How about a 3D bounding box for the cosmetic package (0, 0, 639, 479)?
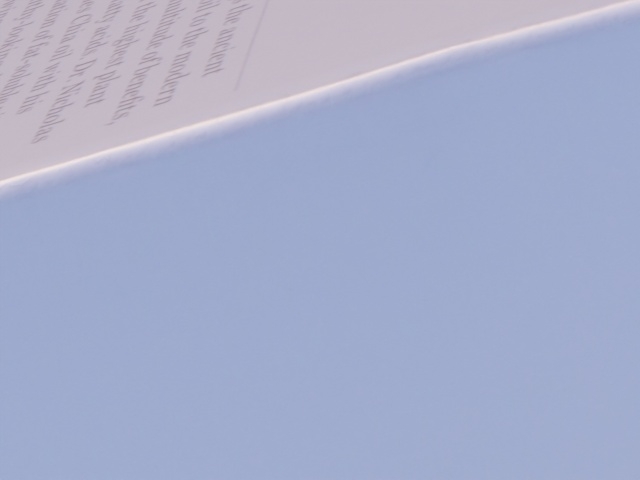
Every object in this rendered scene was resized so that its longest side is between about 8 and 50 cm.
[{"bbox_3d":[-0.083,0.009,0.577,0.453,0.230,0.161,-15,116,15],"label":"cosmetic package"}]
